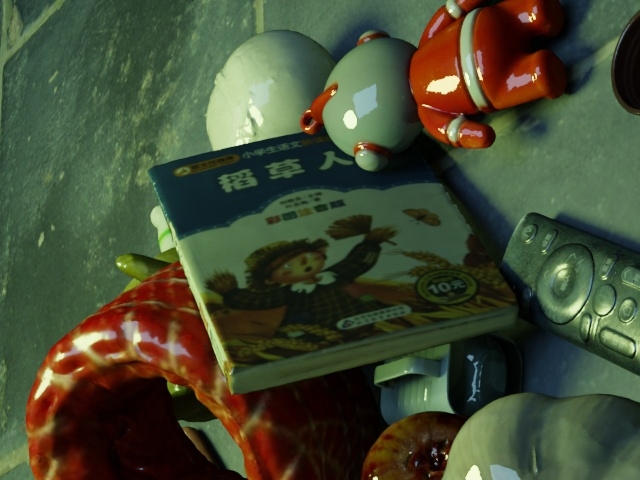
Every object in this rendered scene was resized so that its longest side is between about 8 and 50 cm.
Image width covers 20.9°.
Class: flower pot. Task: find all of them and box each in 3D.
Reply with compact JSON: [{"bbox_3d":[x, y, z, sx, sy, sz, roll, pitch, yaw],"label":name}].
[{"bbox_3d":[0.337,-0.157,1.601,0.111,0.089,0.111,-29,54,48],"label":"flower pot"}]

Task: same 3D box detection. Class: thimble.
[{"bbox_3d":[-0.131,0.208,1.878,0.350,0.230,0.350,8,109,24],"label":"thimble"}]

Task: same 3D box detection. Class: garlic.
[{"bbox_3d":[0.225,0.274,1.432,0.322,0.241,0.321,-20,55,30],"label":"garlic"}]

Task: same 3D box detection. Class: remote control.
[{"bbox_3d":[0.291,0.066,1.611,0.377,0.044,0.107,27,95,57],"label":"remote control"}]

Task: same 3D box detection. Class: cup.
[{"bbox_3d":[0.120,0.144,1.753,0.129,0.128,0.095,-22,59,54],"label":"cup"}]

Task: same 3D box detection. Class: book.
[{"bbox_3d":[0.000,0.000,1.840,0.428,0.300,0.039,-119,18,-55],"label":"book"}]

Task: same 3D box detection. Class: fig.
[{"bbox_3d":[0.135,0.270,1.676,0.175,0.207,0.175,-12,41,11],"label":"fig"}]

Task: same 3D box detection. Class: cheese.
[{"bbox_3d":[-0.049,-0.158,2.115,0.198,0.154,0.189,-116,34,-41],"label":"cheese"}]

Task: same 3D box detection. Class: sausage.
[{"bbox_3d":[-0.148,0.279,2.177,0.035,0.030,0.147,-64,34,15],"label":"sausage"}]

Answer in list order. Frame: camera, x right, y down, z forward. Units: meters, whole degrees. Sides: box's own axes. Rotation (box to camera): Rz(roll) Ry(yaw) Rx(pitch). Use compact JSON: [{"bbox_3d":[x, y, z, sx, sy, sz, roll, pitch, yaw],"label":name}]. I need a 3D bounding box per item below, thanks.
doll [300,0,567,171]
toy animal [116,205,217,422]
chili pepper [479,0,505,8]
[{"bbox_3d":[0.114,-0.168,1.894,0.336,0.105,0.199,-17,62,33],"label":"doll"},{"bbox_3d":[-0.179,0.088,2.166,0.363,0.180,0.181,39,129,53],"label":"toy animal"},{"bbox_3d":[0.215,-0.299,1.884,0.227,0.059,0.088,-58,47,28],"label":"chili pepper"}]
